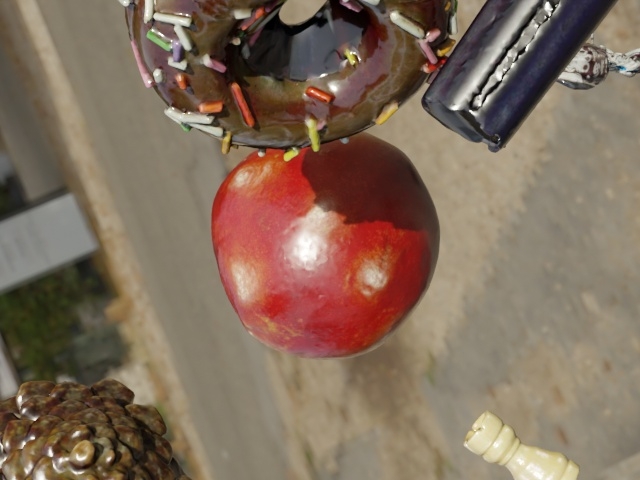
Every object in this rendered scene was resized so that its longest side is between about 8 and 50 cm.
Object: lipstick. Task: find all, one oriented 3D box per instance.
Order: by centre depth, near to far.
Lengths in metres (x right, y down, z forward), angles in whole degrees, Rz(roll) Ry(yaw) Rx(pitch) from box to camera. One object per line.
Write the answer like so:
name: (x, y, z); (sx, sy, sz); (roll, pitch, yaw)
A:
lipstick: (0.215, -0.243, 1.099); (0.077, 0.418, 0.077); (36, 177, 2)

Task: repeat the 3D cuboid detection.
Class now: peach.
peach: (0.000, 0.000, 1.587); (0.243, 0.243, 0.199); (61, 155, 24)

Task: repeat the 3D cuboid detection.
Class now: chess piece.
chess piece: (0.218, 0.240, 1.763); (0.122, 0.066, 0.066); (35, 168, -3)

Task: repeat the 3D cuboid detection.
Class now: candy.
candy: (0.302, -0.201, 1.804); (0.094, 0.226, 0.051); (20, 110, 30)

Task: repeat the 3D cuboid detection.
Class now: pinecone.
pinecone: (-0.219, 0.230, 1.405); (0.202, 0.201, 0.229); (33, -142, -32)

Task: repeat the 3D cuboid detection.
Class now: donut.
donut: (-0.019, -0.167, 1.219); (0.270, 0.269, 0.103); (82, 178, -52)
